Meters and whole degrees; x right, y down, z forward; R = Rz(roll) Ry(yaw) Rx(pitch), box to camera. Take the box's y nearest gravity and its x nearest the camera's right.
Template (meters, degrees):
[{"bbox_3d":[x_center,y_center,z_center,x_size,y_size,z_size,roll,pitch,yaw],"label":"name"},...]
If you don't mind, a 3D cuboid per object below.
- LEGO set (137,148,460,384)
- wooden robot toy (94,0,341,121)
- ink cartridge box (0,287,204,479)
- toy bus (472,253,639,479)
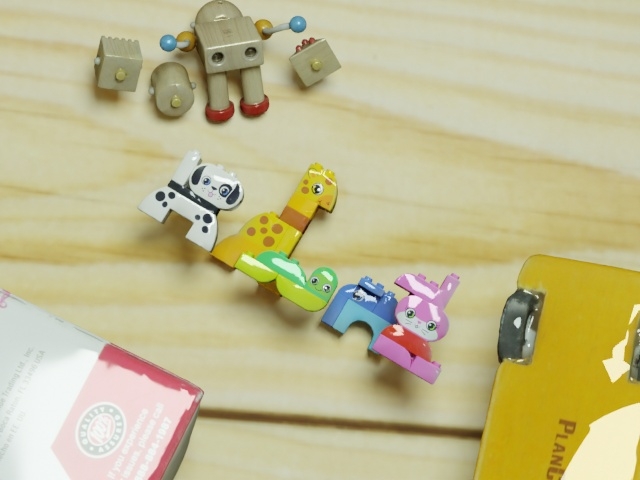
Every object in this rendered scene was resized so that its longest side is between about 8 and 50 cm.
[{"bbox_3d":[0.000,0.000,1.229,0.227,0.087,0.093,31,86,3],"label":"LEGO set"},{"bbox_3d":[-0.077,-0.135,1.289,0.173,0.076,0.079,-9,39,-10],"label":"wooden robot toy"},{"bbox_3d":[-0.257,0.135,1.133,0.306,0.131,0.226,27,72,3],"label":"ink cartridge box"},{"bbox_3d":[0.151,0.184,1.162,0.108,0.130,0.333,9,71,14],"label":"toy bus"}]
